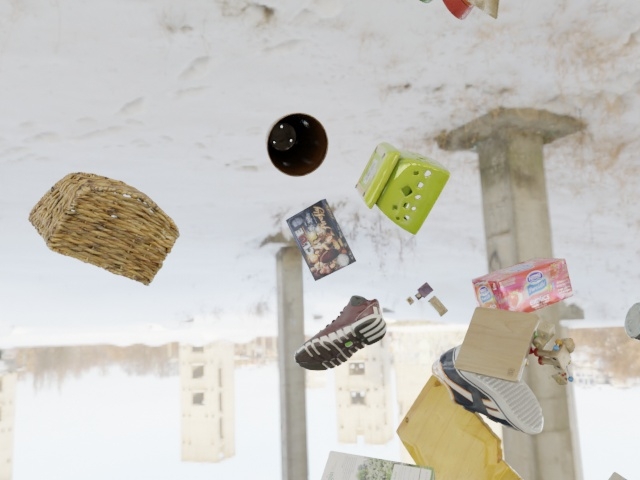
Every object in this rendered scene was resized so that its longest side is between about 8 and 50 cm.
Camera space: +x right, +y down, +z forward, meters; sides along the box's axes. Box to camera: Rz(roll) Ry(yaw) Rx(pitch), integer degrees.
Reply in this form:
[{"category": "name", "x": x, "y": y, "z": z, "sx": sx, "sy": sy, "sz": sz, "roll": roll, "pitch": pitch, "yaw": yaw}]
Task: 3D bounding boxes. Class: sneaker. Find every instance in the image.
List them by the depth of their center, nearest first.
[{"category": "sneaker", "x": 0.418, "y": 0.378, "z": 1.471, "sx": 0.321, "sy": 0.126, "sz": 0.127, "roll": 42, "pitch": 136, "yaw": -13}, {"category": "sneaker", "x": 0.057, "y": 0.246, "z": 1.618, "sx": 0.281, "sy": 0.162, "sz": 0.106, "roll": -27, "pitch": 118, "yaw": 19}]

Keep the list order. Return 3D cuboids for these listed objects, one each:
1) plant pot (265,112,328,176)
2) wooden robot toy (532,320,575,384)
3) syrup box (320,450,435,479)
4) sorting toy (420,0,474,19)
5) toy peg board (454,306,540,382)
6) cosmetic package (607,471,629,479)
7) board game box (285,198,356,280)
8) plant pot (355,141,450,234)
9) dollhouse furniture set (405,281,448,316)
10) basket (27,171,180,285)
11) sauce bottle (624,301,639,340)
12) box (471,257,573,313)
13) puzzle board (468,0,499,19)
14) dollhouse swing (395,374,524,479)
[{"category": "plant pot", "x": -0.108, "y": -0.351, "z": 2.060, "sx": 0.215, "sy": 0.215, "sz": 0.230, "roll": 1, "pitch": -164, "yaw": -18}, {"category": "wooden robot toy", "x": 0.522, "y": 0.235, "z": 1.290, "sx": 0.079, "sy": 0.173, "sz": 0.076, "roll": -40, "pitch": -158, "yaw": -24}, {"category": "syrup box", "x": 0.122, "y": 0.536, "z": 1.256, "sx": 0.237, "sy": 0.096, "sz": 0.093, "roll": 3, "pitch": -151, "yaw": 16}, {"category": "sorting toy", "x": 0.224, "y": -0.505, "z": 1.038, "sx": 0.126, "sy": 0.127, "sz": 0.365, "roll": -20, "pitch": 171, "yaw": 39}, {"category": "toy peg board", "x": 0.417, "y": 0.248, "z": 1.341, "sx": 0.161, "sy": 0.160, "sz": 0.079, "roll": 2, "pitch": 149, "yaw": 49}, {"category": "cosmetic package", "x": 0.784, "y": 0.667, "z": 1.326, "sx": 0.160, "sy": 0.113, "sz": 0.309, "roll": 38, "pitch": 176, "yaw": -5}, {"category": "board game box", "x": 0.000, "y": 0.000, "z": 2.035, "sx": 0.165, "sy": 0.243, "sz": 0.042, "roll": -29, "pitch": 176, "yaw": 28}, {"category": "plant pot", "x": 0.245, "y": -0.181, "z": 1.855, "sx": 0.207, "sy": 0.228, "sz": 0.227, "roll": 23, "pitch": -164, "yaw": -14}, {"category": "dollhouse furniture set", "x": 0.344, "y": 0.206, "z": 1.877, "sx": 0.091, "sy": 0.114, "sz": 0.081, "roll": -42, "pitch": 167, "yaw": 4}, {"category": "basket", "x": -0.540, "y": -0.053, "z": 1.484, "sx": 0.299, "sy": 0.213, "sz": 0.223, "roll": 29, "pitch": 180, "yaw": -42}, {"category": "sauce bottle", "x": 0.748, "y": 0.190, "z": 1.083, "sx": 0.344, "sy": 0.111, "sz": 0.111, "roll": 15, "pitch": 170, "yaw": -2}, {"category": "box", "x": 0.593, "y": 0.139, "z": 1.719, "sx": 0.257, "sy": 0.122, "sz": 0.128, "roll": -15, "pitch": -175, "yaw": -21}, {"category": "puzzle board", "x": 0.260, "y": -0.444, "z": 0.985, "sx": 0.011, "sy": 0.128, "sz": 0.096, "roll": -32, "pitch": 147, "yaw": -10}, {"category": "dollhouse swing", "x": 0.440, "y": 0.612, "z": 1.636, "sx": 0.305, "sy": 0.315, "sz": 0.347, "roll": 18, "pitch": -161, "yaw": -31}]
